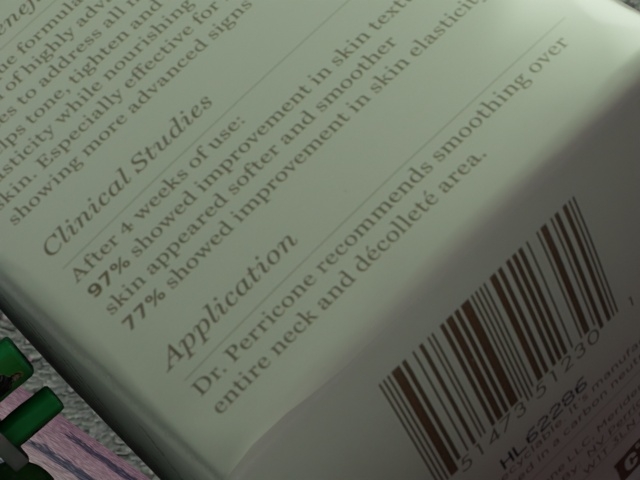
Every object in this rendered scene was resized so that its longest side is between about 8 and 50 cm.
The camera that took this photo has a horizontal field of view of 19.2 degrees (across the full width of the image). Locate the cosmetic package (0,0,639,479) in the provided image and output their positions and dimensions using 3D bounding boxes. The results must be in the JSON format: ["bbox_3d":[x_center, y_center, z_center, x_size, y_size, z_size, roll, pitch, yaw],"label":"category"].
[{"bbox_3d":[0.000,0.000,1.132,0.393,0.329,0.327,39,-12,38],"label":"cosmetic package"}]

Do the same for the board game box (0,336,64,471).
[{"bbox_3d":[-0.328,-0.085,1.088,0.390,0.050,0.390,44,-9,41],"label":"board game box"}]

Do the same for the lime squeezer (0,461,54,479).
[{"bbox_3d":[-0.157,0.189,1.186,0.110,0.059,0.310,33,-7,24],"label":"lime squeezer"}]
